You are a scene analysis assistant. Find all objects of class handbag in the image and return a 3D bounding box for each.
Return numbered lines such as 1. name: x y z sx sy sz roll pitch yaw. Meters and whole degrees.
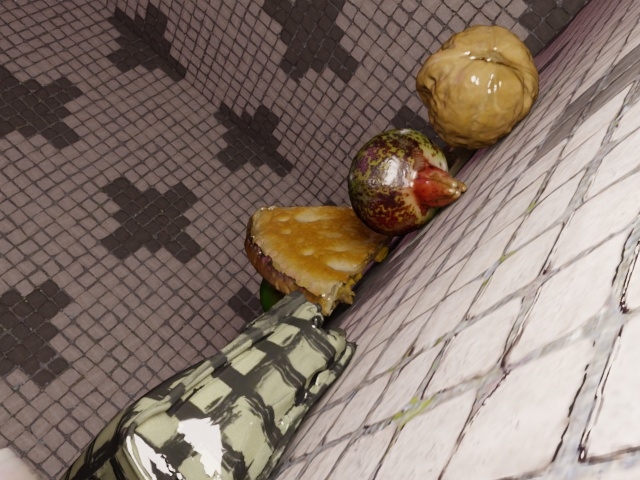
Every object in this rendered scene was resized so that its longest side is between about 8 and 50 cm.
1. handbag: -0.138 0.233 0.697 0.325 0.162 0.327 -44 -6 38

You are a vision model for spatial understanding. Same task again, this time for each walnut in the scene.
1. walnut: 0.311 -0.300 1.178 0.257 0.257 0.224 129 151 -73

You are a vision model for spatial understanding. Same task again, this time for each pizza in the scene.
1. pizza: -0.029 0.007 1.368 0.435 0.392 0.080 -38 -46 -50

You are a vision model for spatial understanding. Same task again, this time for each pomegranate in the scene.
1. pomegranate: 0.172 -0.105 1.118 0.214 0.214 0.248 -47 36 -18

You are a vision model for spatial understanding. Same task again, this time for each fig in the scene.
1. fig: -0.060 0.127 1.412 0.181 0.181 0.191 -48 -29 1

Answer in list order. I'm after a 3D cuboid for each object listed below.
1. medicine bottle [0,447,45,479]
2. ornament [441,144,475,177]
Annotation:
1. medicine bottle: -0.371 0.409 0.750 0.152 0.254 0.152 -47 -1 -1
2. ornament: 0.361 -0.234 1.506 0.245 0.061 0.230 -51 1 -7
